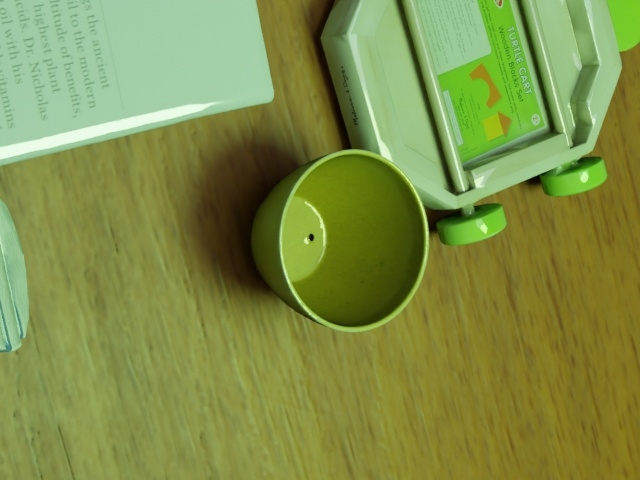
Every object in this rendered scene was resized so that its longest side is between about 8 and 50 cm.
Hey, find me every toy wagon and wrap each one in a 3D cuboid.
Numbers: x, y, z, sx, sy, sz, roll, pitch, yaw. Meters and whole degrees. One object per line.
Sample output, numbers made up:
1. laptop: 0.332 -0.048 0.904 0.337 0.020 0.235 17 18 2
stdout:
1. toy wagon: 0.161 -0.162 1.482 0.344 0.068 0.267 -23 104 -32

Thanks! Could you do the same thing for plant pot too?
1. plant pot: 0.000 0.000 1.360 0.134 0.095 0.134 0 90 -34

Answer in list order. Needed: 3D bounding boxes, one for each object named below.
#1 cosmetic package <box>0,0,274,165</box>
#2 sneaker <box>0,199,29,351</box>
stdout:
1. cosmetic package: -0.272 -0.151 1.136 0.453 0.161 0.230 -16 99 -32
2. sneaker: -0.300 0.051 1.072 0.182 0.315 0.127 -12 93 8
